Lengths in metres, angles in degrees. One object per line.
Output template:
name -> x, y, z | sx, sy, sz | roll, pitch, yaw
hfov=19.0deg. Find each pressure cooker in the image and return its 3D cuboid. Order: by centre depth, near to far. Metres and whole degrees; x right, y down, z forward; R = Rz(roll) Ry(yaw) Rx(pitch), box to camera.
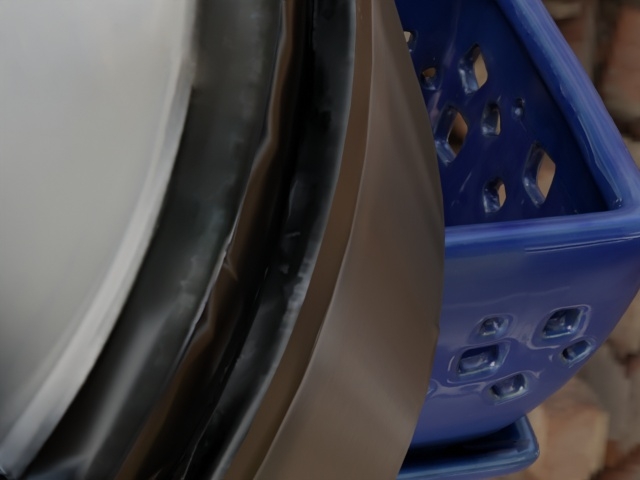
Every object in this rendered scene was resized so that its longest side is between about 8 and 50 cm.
pressure cooker -> -0.161, -0.030, 0.468 | 0.420, 0.370, 0.375 | 59, 38, -78

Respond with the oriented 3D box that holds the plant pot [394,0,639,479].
plant pot -> 0.000, 0.000, 0.939 | 0.236, 0.236, 0.212 | -5, 135, -18
